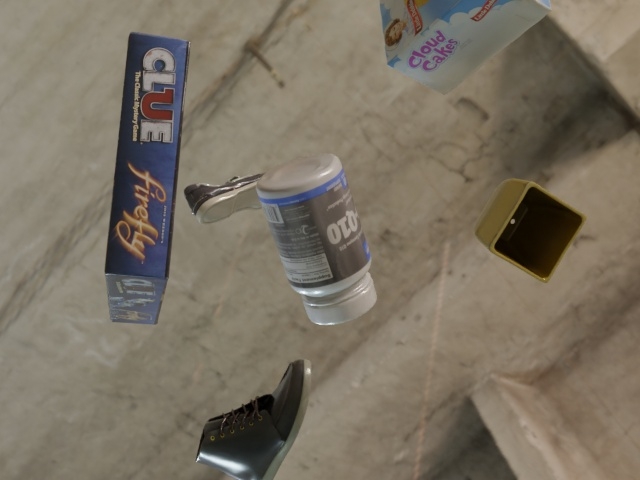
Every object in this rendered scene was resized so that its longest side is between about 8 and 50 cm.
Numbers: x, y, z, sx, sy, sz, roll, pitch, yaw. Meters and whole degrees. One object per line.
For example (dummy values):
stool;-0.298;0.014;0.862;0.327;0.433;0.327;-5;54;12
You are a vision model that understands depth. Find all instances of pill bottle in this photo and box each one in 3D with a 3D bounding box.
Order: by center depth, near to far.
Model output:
pill bottle;0.000;0.000;0.892;0.078;0.137;0.078;-17;-159;6

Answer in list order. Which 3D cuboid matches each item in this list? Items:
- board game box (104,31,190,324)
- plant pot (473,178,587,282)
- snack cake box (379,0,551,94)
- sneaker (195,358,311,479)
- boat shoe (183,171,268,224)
board game box;-0.133;-0.032;0.768;0.243;0.042;0.165;134;-40;-74
plant pot;0.207;-0.018;1.056;0.081;0.081;0.083;-59;-157;5
snack cake box;0.134;-0.305;1.044;0.152;0.089;0.264;-36;-133;41
sneaker;-0.094;0.250;1.420;0.083;0.118;0.222;-90;-158;-66
boat shoe;-0.129;-0.085;1.621;0.065;0.206;0.075;46;-47;22
